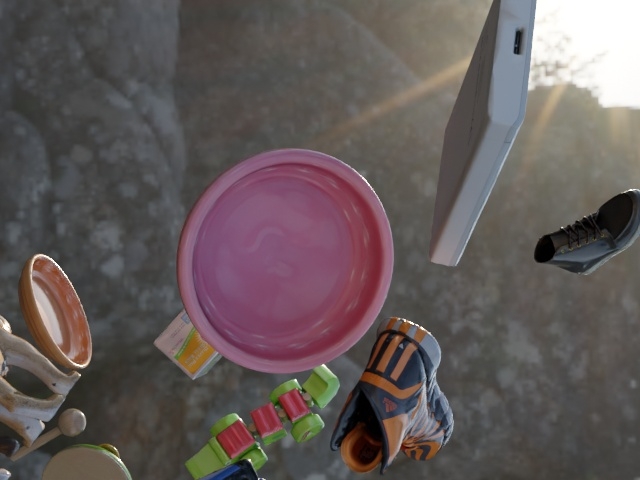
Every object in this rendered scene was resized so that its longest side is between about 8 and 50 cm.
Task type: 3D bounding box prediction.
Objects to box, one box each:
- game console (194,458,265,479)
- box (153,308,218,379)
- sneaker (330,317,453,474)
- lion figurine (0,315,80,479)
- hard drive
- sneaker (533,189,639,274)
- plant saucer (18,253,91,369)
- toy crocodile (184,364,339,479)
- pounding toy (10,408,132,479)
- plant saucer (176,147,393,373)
[{"bbox_3d":[-0.166,0.451,1.706,0.173,0.250,0.293,60,-36,5],"label":"game console"},{"bbox_3d":[-0.231,0.187,2.145,0.114,0.103,0.203,-48,177,-1],"label":"box"},{"bbox_3d":[0.089,0.257,1.553,0.180,0.124,0.321,-56,149,-28],"label":"sneaker"},{"bbox_3d":[-0.405,0.143,1.238,0.142,0.240,0.392,-56,-173,-8],"label":"lion figurine"},{"bbox_3d":[0.202,-0.147,1.418,0.353,0.047,0.233,103,-2,-63],"label":"hard drive"},{"bbox_3d":[0.496,-0.013,2.057,0.222,0.118,0.083,-55,-140,40],"label":"sneaker"},{"bbox_3d":[-0.434,0.120,1.814,0.200,0.037,0.200,-23,90,-84],"label":"plant saucer"},{"bbox_3d":[-0.110,0.363,2.188,0.115,0.340,0.105,56,-7,23],"label":"toy crocodile"},{"bbox_3d":[-0.453,0.442,2.173,0.237,0.183,0.110,52,17,-6],"label":"pounding toy"},{"bbox_3d":[-0.056,0.027,1.661,0.084,0.332,0.332,-156,-120,-68],"label":"plant saucer"}]
